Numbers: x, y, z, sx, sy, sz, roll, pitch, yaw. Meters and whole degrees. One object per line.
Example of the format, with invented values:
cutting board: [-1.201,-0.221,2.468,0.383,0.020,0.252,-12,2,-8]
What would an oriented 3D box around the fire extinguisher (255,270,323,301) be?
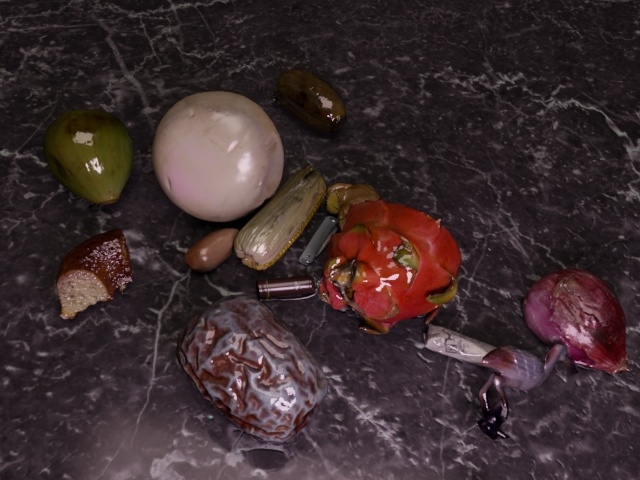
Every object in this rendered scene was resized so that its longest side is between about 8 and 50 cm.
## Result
fire extinguisher: [-0.069,0.107,1.504,0.158,0.043,0.064,-5,86,-11]

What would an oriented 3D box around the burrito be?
burrito: [0.327,0.244,1.453,0.203,0.064,0.064,21,55,8]

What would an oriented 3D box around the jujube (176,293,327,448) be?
jujube: [-0.135,0.254,1.295,0.226,0.226,0.317,-37,72,-28]

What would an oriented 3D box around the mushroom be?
mushroom: [-0.260,-0.225,1.560,0.315,0.315,0.356,-22,65,-22]

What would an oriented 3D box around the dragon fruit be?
dragon fruit: [0.139,0.080,1.412,0.305,0.305,0.226,24,56,9]

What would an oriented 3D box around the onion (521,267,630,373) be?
onion: [0.622,0.180,1.504,0.227,0.120,0.283,-30,64,-20]

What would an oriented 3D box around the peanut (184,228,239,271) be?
peanut: [-0.249,0.019,1.520,0.076,0.076,0.152,41,56,20]

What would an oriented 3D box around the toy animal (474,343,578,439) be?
toy animal: [0.427,0.280,1.380,0.324,0.195,0.090,-30,25,-29]

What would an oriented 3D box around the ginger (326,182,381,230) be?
ginger: [0.102,-0.071,1.607,0.157,0.102,0.216,13,36,-24]

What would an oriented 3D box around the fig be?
fig: [-0.554,-0.206,1.559,0.207,0.207,0.230,-9,56,-14]

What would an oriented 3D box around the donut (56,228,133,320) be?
donut: [-0.504,0.064,1.429,0.186,0.126,0.144,-20,53,-20]

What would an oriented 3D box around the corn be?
corn: [-0.092,-0.060,1.568,0.122,0.123,0.305,27,55,12]

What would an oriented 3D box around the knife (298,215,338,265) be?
knife: [0.000,0.000,1.601,0.044,0.023,0.162,28,55,7]

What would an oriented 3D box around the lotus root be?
lotus root: [-0.024,-0.391,1.812,0.241,0.124,0.123,37,69,18]
